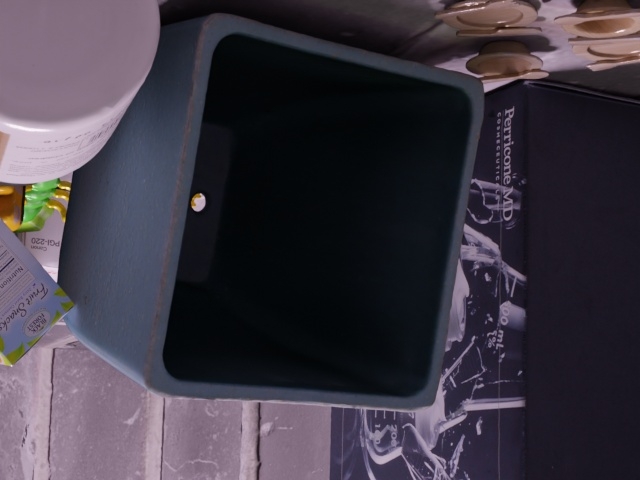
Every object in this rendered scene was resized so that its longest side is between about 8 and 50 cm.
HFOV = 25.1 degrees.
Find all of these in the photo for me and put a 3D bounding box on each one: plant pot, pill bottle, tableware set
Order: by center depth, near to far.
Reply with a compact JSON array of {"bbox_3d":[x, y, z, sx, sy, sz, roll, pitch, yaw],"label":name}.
[{"bbox_3d":[-0.180,-0.105,0.875,0.131,0.131,0.229,4,170,-15],"label":"pill bottle"},{"bbox_3d":[0.160,-0.137,0.981,0.141,0.020,0.169,-2,170,17],"label":"tableware set"},{"bbox_3d":[-0.067,-0.025,1.067,0.248,0.247,0.252,8,-178,-37],"label":"plant pot"}]

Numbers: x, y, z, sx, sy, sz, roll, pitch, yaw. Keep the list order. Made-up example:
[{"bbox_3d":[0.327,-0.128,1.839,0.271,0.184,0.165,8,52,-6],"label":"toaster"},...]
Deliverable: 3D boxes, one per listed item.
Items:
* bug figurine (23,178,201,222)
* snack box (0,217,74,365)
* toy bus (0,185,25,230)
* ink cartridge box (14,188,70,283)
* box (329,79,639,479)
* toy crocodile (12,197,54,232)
[{"bbox_3d":[-0.245,-0.018,1.369,0.279,0.072,0.216,-5,153,-40],"label":"bug figurine"},{"bbox_3d":[-0.292,-0.008,1.028,0.207,0.070,0.174,51,155,-19],"label":"snack box"},{"bbox_3d":[-0.416,-0.069,1.177,0.333,0.108,0.130,1,168,0],"label":"toy bus"},{"bbox_3d":[-0.314,0.004,1.629,0.159,0.092,0.218,8,170,-35],"label":"ink cartridge box"},{"bbox_3d":[0.157,0.070,1.240,0.179,0.343,0.312,7,168,-28],"label":"box"},{"bbox_3d":[-0.442,-0.030,1.462,0.341,0.105,0.115,-5,169,9],"label":"toy crocodile"}]
